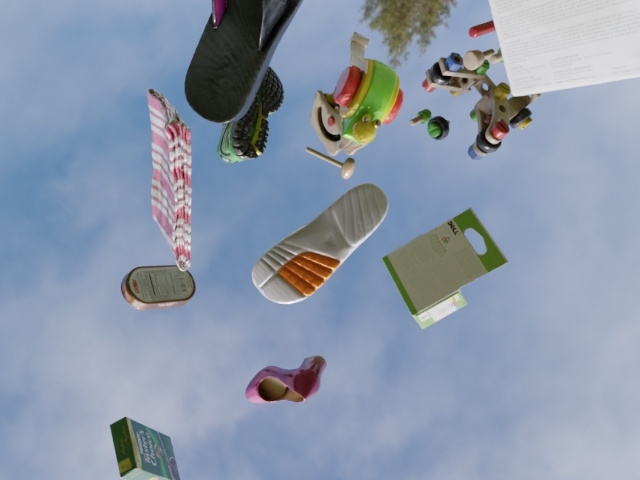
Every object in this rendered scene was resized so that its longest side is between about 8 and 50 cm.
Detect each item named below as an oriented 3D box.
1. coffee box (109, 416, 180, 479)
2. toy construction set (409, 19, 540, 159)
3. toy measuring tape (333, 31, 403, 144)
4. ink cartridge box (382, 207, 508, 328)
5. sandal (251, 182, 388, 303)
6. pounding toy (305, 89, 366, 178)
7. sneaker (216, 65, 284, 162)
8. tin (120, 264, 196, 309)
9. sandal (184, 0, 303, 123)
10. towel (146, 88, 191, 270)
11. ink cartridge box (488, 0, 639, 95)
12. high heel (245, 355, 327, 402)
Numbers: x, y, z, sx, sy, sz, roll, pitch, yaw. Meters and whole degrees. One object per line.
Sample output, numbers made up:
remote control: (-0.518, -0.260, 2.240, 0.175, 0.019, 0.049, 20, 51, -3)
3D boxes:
coffee box: (-0.351, 0.435, 1.165, 0.040, 0.184, 0.113, -28, -126, 0)
toy construction set: (0.403, -0.372, 1.351, 0.237, 0.309, 0.257, -27, -124, -29)
toy measuring tape: (0.089, -0.302, 1.033, 0.121, 0.121, 0.330, 5, -128, 0)
ink cartridge box: (0.309, 0.068, 1.415, 0.255, 0.097, 0.189, -30, -127, 8)
sandal: (0.007, 0.008, 0.960, 0.265, 0.076, 0.102, -38, -92, 10)
pounding toy: (0.042, -0.320, 1.626, 0.154, 0.154, 0.270, -8, -122, -35)
sneaker: (-0.212, -0.370, 1.624, 0.146, 0.134, 0.344, -10, -127, 41)
tin: (-0.394, 0.112, 1.416, 0.189, 0.040, 0.106, -1, -120, -45)
sandal: (-0.121, -0.410, 0.975, 0.167, 0.446, 0.107, 25, -163, 11)
towel: (-0.196, -0.078, 0.731, 0.029, 0.197, 0.144, -8, -148, -25)
ink cartridge box: (0.411, -0.447, 0.939, 0.091, 0.308, 0.385, -26, -72, -23)
high heel: (-0.093, 0.329, 1.238, 0.082, 0.244, 0.117, 58, -148, -13)
